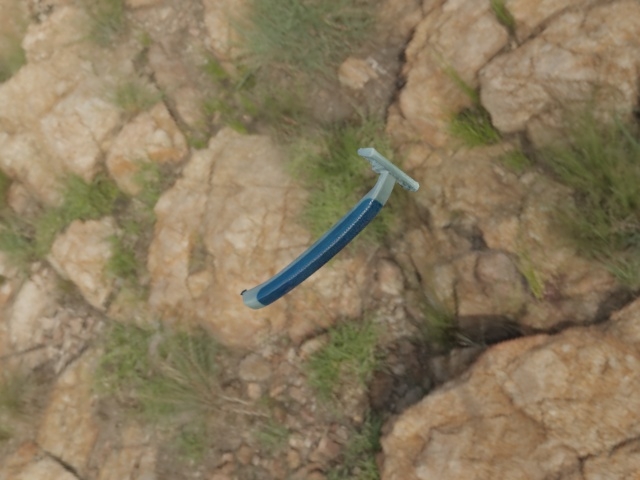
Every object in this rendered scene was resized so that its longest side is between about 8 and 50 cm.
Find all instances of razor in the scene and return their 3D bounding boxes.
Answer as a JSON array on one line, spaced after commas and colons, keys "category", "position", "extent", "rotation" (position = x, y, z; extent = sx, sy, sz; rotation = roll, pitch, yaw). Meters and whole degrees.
[{"category": "razor", "position": [0.001, 0.002, 0.820], "extent": [0.191, 0.068, 0.037], "rotation": [-44, 39, 16]}]
